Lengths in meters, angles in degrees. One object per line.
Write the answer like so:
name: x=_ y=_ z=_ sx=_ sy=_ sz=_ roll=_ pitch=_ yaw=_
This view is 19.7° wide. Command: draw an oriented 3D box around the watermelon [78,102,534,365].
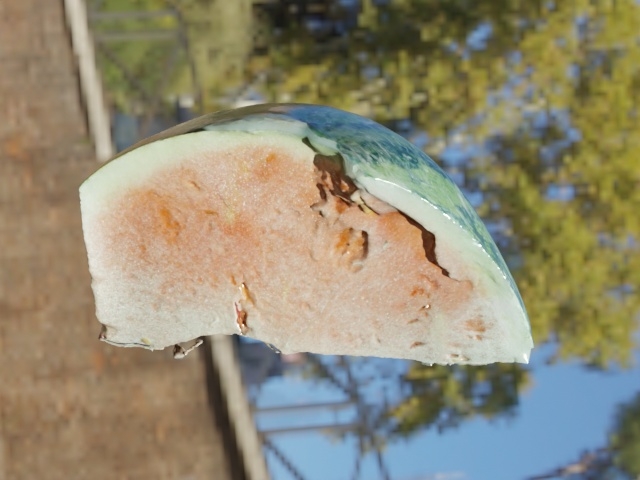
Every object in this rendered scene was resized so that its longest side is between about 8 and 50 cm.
watermelon: x=0.000 y=0.000 z=1.262 sx=0.224 sy=0.305 sz=0.180 roll=38 pitch=57 yaw=-76
